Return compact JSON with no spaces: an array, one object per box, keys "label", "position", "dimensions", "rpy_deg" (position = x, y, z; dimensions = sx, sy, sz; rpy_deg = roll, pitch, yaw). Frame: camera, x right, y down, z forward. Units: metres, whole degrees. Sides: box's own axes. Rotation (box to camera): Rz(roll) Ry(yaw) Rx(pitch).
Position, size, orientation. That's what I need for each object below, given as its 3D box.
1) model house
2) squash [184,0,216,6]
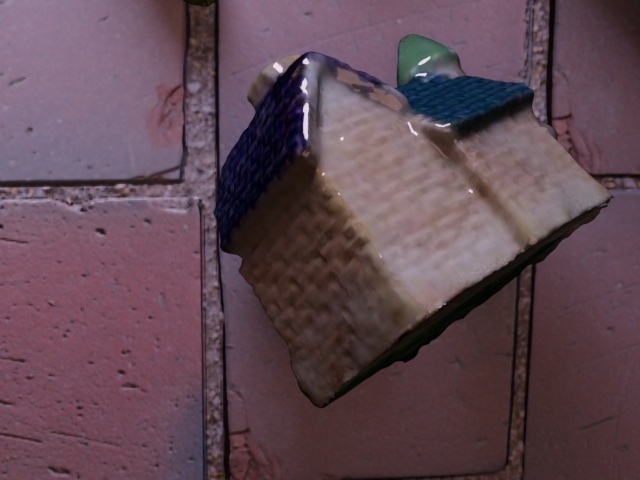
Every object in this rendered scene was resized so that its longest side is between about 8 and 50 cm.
[{"label":"model house","position":[0.064,-0.050,1.043],"dimensions":[0.298,0.243,0.284],"rpy_deg":[-27,80,-41]},{"label":"squash","position":[-0.151,-0.315,1.035],"dimensions":[0.068,0.077,0.219],"rpy_deg":[-33,103,-8]}]
